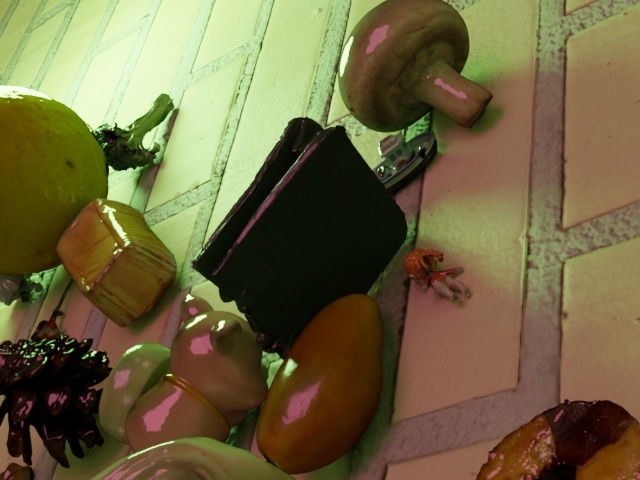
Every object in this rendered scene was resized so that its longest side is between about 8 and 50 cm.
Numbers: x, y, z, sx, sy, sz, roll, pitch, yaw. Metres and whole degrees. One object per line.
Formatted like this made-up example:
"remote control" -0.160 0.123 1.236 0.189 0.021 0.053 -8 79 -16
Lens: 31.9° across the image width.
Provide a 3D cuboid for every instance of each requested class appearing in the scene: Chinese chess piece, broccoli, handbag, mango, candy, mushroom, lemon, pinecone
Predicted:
"Chinese chess piece" -0.248 0.211 1.548 0.059 0.144 0.144 19 65 19
"broccoli" -0.352 -0.216 2.187 0.122 0.118 0.204 -22 22 51
"handbag" -0.018 0.008 1.397 0.079 0.247 0.260 21 70 40
"mango" 0.013 0.164 1.323 0.138 0.113 0.253 -16 36 45
"candy" -0.471 0.126 2.005 0.056 0.049 0.184 -20 32 26
"mushroom" 0.140 -0.227 1.552 0.215 0.207 0.207 39 86 24
"lemon" -0.570 -0.107 2.035 0.350 0.387 0.349 0 90 24
"pinecone" -0.402 0.237 1.646 0.229 0.201 0.202 -28 33 23

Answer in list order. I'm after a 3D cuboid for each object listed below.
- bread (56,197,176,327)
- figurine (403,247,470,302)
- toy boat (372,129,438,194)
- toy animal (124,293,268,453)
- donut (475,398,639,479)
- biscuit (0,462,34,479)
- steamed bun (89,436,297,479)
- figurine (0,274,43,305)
"bread" -0.341 0.029 1.875 0.152 0.119 0.288 -51 31 0
"figurine" 0.142 0.042 1.369 0.064 0.047 0.109 -25 34 -20
"toy boat" 0.101 -0.111 1.558 0.140 0.066 0.059 -35 31 17
"toy animal" -0.163 0.208 1.457 0.165 0.149 0.248 20 84 52
"donut" 0.230 0.233 1.027 0.184 0.073 0.166 -40 34 13
"biscuit" -0.551 0.466 1.722 0.274 0.036 0.187 -37 33 15
"steamed bun" -0.144 0.361 1.064 0.247 0.352 0.339 12 67 44
"figurine" -0.581 0.088 2.149 0.094 0.082 0.086 -52 48 12
